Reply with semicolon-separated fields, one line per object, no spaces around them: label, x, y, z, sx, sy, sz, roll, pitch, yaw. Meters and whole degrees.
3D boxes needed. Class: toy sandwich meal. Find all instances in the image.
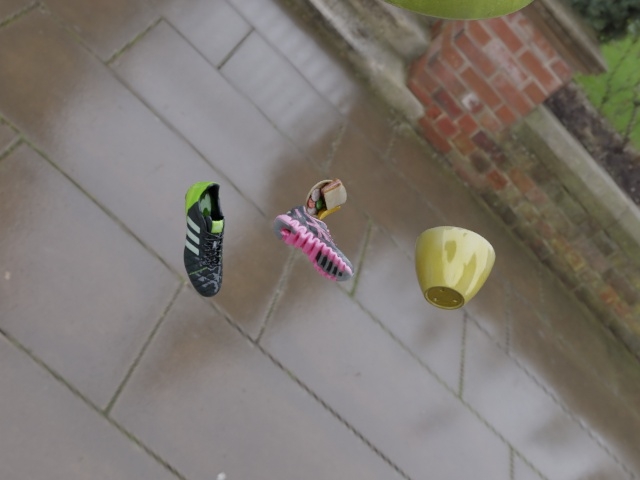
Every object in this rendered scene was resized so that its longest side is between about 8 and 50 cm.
toy sandwich meal;0.011;-0.075;1.617;0.085;0.086;0.029;18;15;-47

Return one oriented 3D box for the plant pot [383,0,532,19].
plant pot;0.146;-0.414;0.829;0.274;0.293;0.275;7;54;-9

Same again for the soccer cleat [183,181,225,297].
soccer cleat;-0.174;-0.003;1.337;0.060;0.072;0.179;-3;85;-36

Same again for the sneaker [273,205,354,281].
sneaker;0.000;0.000;1.096;0.119;0.047;0.057;42;45;2

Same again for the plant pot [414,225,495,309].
plant pot;0.211;0.056;1.427;0.134;0.134;0.095;37;51;-25
